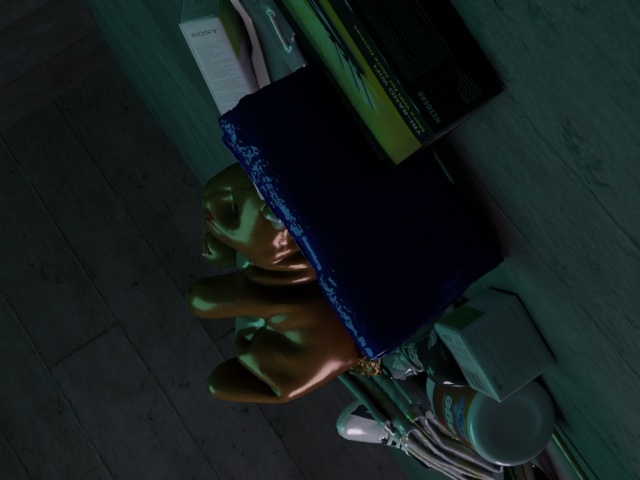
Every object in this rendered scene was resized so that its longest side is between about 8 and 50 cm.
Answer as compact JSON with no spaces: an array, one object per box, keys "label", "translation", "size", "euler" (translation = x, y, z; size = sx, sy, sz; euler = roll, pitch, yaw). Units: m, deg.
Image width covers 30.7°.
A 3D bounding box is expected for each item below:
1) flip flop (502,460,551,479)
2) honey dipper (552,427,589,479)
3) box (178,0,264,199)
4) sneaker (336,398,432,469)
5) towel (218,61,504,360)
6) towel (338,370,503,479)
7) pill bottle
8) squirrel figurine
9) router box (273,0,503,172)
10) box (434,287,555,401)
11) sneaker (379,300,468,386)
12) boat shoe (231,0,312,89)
[{"label":"flip flop","translation":[0.321,0.368,1.754],"size":[0.112,0.080,0.277],"euler":[-131,26,-67]},{"label":"honey dipper","translation":[0.335,0.297,1.535],"size":[0.161,0.030,0.030],"euler":[56,172,14]},{"label":"box","translation":[-0.097,-0.243,1.528],"size":[0.322,0.058,0.232],"euler":[68,-163,-47]},{"label":"sneaker","translation":[0.158,0.358,2.156],"size":[0.153,0.235,0.094],"euler":[40,119,62]},{"label":"towel","translation":[0.043,-0.046,1.266],"size":[0.308,0.227,0.076],"euler":[58,143,-1]},{"label":"towel","translation":[0.133,0.257,2.005],"size":[0.320,0.090,0.374],"euler":[37,-173,-42]},{"label":"pill bottle","translation":[0.221,0.220,1.581],"size":[0.121,0.121,0.216],"euler":[59,171,-12]},{"label":"squirrel figurine","translation":[-0.007,0.036,1.759],"size":[0.281,0.396,0.370],"euler":[-64,-25,-50]},{"label":"router box","translation":[0.032,-0.227,1.128],"size":[0.309,0.081,0.243],"euler":[57,172,1]},{"label":"box","translation":[0.209,0.124,1.407],"size":[0.102,0.087,0.101],"euler":[59,171,-9]},{"label":"sneaker","translation":[0.136,0.162,1.552],"size":[0.086,0.132,0.228],"euler":[60,-162,-4]},{"label":"boat shoe","translation":[-0.039,-0.286,1.383],"size":[0.099,0.116,0.319],"euler":[6,138,19]}]
